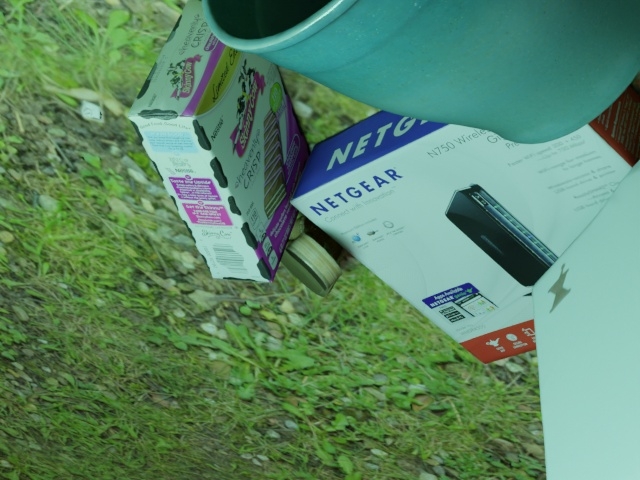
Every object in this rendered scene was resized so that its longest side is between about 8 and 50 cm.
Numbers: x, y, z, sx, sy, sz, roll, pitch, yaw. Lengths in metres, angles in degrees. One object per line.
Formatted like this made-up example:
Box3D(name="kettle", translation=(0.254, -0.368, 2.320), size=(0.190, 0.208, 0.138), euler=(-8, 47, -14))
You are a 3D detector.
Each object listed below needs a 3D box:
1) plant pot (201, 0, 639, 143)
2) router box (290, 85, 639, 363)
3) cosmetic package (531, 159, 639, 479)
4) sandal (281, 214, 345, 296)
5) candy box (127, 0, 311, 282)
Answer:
Box3D(name="plant pot", translation=(0.097, -0.198, 0.890), size=(0.255, 0.271, 0.272), euler=(28, 147, -34))
Box3D(name="router box", translation=(0.190, -0.027, 1.208), size=(0.301, 0.082, 0.335), euler=(39, 142, -24))
Box3D(name="cosmetic package", translation=(0.419, 0.113, 0.970), size=(0.394, 0.327, 0.329), euler=(25, 127, -13))
Box3D(name="sandal", translation=(0.005, 0.005, 1.350), size=(0.088, 0.079, 0.240), euler=(46, 174, -4))
Box3D(name="candy box", translation=(-0.085, -0.092, 1.200), size=(0.071, 0.159, 0.233), euler=(2, 142, 23))
